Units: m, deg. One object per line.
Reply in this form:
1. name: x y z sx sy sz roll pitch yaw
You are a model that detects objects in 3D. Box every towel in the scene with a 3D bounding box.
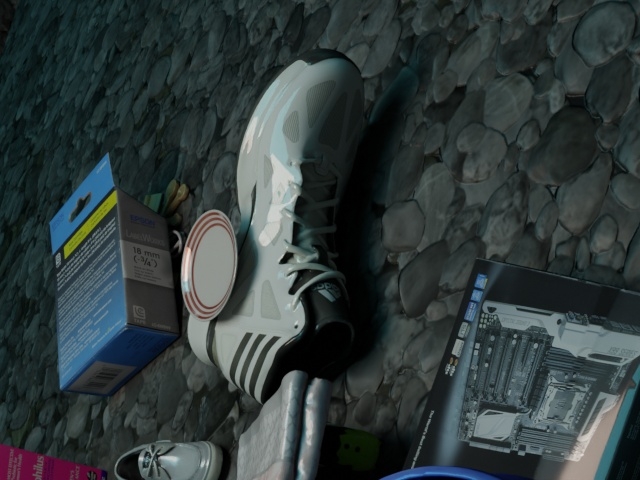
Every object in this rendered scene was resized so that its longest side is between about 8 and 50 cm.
1. towel: -0.076 0.324 1.166 0.332 0.053 0.317 123 162 -65

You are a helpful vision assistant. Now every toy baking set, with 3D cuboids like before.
1. toy baking set: -0.293 0.001 1.894 0.197 0.030 0.256 -40 40 39

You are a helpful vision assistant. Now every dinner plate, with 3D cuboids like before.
1. dinner plate: -0.136 0.032 1.363 0.141 0.017 0.141 -18 68 52

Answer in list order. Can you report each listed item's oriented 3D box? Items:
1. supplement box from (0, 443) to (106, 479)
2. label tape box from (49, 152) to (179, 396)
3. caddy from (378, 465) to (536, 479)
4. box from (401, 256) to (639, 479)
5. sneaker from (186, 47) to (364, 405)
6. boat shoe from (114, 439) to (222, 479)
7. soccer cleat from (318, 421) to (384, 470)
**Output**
1. supplement box: -0.462 0.407 1.712 0.114 0.220 0.111 -40 40 39
2. label tape box: -0.354 0.059 1.834 0.240 0.106 0.334 -40 49 39
3. caddy: 0.141 0.302 0.751 0.341 0.179 0.241 27 94 28
4. box: 0.189 0.184 0.962 0.242 0.076 0.307 15 84 59
5. sneaker: 0.001 0.001 1.340 0.257 0.169 0.447 32 107 51
6. boat shoe: -0.219 0.320 1.520 0.227 0.081 0.079 -23 52 51
7. soccer cleat: -0.003 0.231 1.241 0.179 0.072 0.060 -12 61 55
